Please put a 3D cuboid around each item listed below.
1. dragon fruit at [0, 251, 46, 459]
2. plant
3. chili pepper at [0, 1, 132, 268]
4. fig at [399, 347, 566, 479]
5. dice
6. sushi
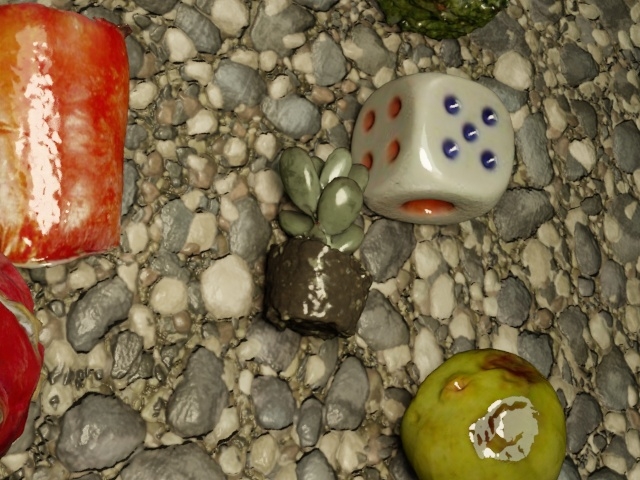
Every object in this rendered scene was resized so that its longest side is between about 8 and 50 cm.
[{"bbox_3d":[-0.446,0.132,1.068,0.329,0.329,0.329,8,74,-29],"label":"dragon fruit"},{"bbox_3d":[0.001,0.002,1.476,0.146,0.149,0.274,18,71,-43],"label":"plant"},{"bbox_3d":[-0.358,-0.120,1.272,0.251,0.229,0.305,-1,91,-70],"label":"chili pepper"},{"bbox_3d":[0.247,0.297,1.505,0.239,0.239,0.271,-50,125,-30],"label":"fig"},{"bbox_3d":[0.169,-0.137,1.579,0.194,0.193,0.191,10,72,-27],"label":"dice"},{"bbox_3d":[0.204,-0.521,1.705,0.294,0.178,0.351,33,66,-17],"label":"sushi"}]
